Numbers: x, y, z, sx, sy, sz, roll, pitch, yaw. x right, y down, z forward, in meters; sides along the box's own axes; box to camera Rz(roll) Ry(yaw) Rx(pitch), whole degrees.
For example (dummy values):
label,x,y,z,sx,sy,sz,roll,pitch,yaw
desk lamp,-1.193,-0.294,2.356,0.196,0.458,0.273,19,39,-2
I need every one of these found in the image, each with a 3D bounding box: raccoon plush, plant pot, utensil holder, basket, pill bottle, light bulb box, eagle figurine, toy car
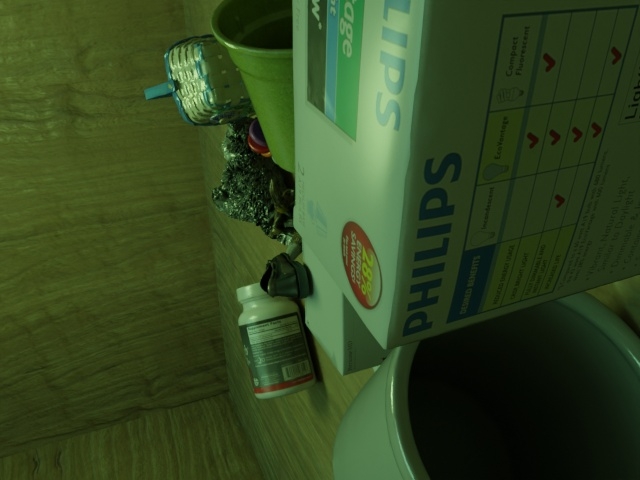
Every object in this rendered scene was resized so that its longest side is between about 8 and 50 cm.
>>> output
label,x,y,z,sx,sy,sz,roll,pitch,yaw
raccoon plush,-0.136,-0.201,1.703,0.446,0.216,0.299,26,116,31
plant pot,-0.012,-0.256,0.932,0.253,0.276,0.276,81,164,-45
utensil holder,0.200,0.266,0.752,0.385,0.328,0.327,108,145,-60
basket,-0.245,-0.367,1.316,0.289,0.255,0.201,15,120,54
pill bottle,-0.152,0.318,1.888,0.210,0.210,0.362,148,109,-69
light bulb box,0.174,-0.144,0.508,0.225,0.361,0.357,-129,33,-51
eagle figurine,-0.007,0.009,1.409,0.298,0.225,0.226,33,-179,25
toy car,-0.133,-0.296,1.585,0.182,0.136,0.159,125,130,-64

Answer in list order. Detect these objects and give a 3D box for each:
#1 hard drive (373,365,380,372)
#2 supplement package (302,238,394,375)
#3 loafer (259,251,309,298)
label,x,y,z,sx,sy,sz,roll,pitch,yaw
hard drive,0.155,0.153,1.196,0.353,0.047,0.233,113,141,-57
supplement package,0.065,0.087,1.120,0.204,0.145,0.261,-134,37,-57
loafer,-0.096,0.079,1.236,0.267,0.084,0.096,-178,79,-74
